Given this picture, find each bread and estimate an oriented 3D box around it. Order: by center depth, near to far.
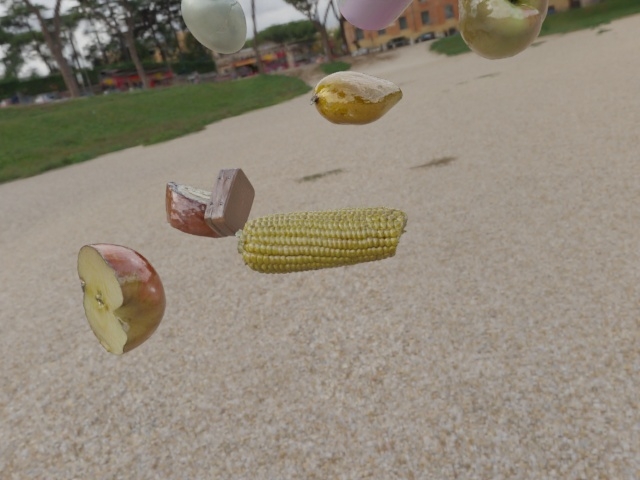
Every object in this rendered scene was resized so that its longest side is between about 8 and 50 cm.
[{"bbox_3d":[-0.374,-0.092,1.952,0.244,0.123,0.190,12,17,-19],"label":"bread"}]

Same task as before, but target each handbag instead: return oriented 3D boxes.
[{"bbox_3d":[-0.266,-0.109,1.846,0.072,0.151,0.193,-2,61,23],"label":"handbag"}]

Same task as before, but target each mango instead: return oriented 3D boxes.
[{"bbox_3d":[0.102,-0.391,1.686,0.316,0.119,0.176,-21,52,-37],"label":"mango"}]

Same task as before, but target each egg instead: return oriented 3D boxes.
[{"bbox_3d":[-0.276,-0.587,1.634,0.151,0.209,0.151,-19,50,24],"label":"egg"}]

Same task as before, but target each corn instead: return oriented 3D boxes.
[{"bbox_3d":[0.000,0.000,1.366,0.387,0.144,0.144,-3,17,11],"label":"corn"}]

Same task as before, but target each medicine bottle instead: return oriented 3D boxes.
[{"bbox_3d":[0.133,-0.523,1.184,0.152,0.152,0.254,-19,-2,-20],"label":"medicine bottle"}]

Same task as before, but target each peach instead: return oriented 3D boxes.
[{"bbox_3d":[0.403,-0.518,1.403,0.232,0.233,0.232,-12,15,3],"label":"peach"}]

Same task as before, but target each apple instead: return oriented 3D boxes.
[{"bbox_3d":[-0.510,0.138,1.630,0.163,0.293,0.251,-16,32,-41],"label":"apple"}]
